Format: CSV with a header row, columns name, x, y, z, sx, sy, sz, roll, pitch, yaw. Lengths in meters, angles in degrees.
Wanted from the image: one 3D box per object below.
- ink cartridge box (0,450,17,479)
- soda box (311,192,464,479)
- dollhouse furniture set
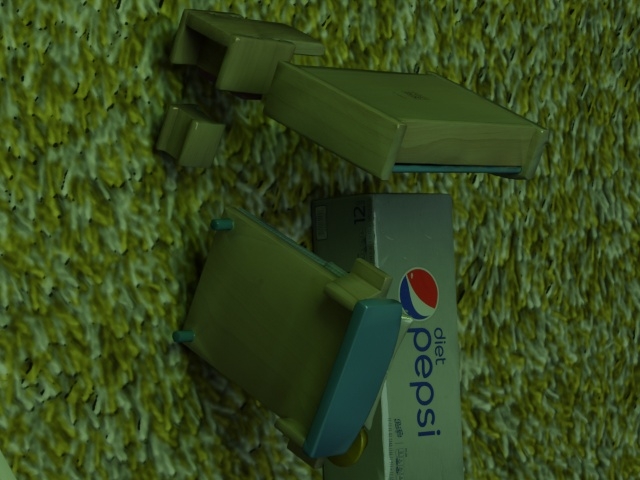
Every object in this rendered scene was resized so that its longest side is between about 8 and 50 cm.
name,x,y,z,sx,sy,sz,roll,pitch,yaw
ink cartridge box,-0.330,0.189,1.244,0.171,0.233,0.168,54,11,27
soda box,0.061,0.101,1.747,0.098,0.091,0.286,-1,87,-38
dollhouse furniture set,0.000,0.000,1.650,0.198,0.286,0.303,0,115,-48
